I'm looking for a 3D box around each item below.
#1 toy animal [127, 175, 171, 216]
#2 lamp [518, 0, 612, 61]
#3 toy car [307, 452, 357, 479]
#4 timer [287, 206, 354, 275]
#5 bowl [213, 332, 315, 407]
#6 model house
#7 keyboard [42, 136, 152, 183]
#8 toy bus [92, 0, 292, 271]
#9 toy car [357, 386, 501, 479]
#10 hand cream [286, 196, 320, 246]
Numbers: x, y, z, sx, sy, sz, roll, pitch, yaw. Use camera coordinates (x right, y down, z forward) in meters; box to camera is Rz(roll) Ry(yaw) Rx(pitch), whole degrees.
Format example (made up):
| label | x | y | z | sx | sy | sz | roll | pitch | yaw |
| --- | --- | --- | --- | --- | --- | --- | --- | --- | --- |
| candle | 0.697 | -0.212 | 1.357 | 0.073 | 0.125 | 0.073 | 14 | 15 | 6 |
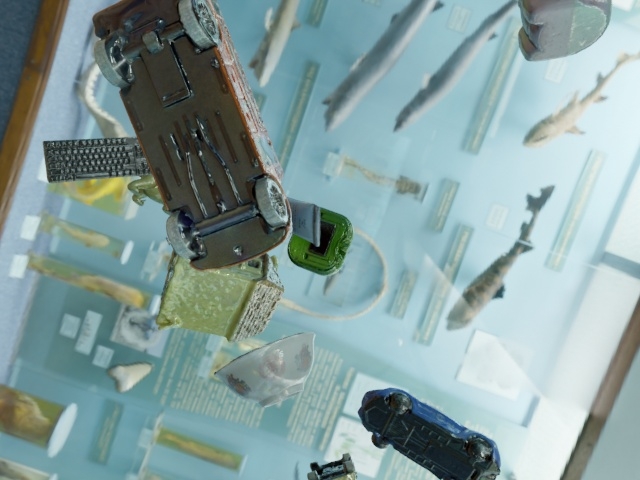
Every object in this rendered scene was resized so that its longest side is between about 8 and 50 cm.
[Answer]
| label | x | y | z | sx | sy | sz | roll | pitch | yaw |
| --- | --- | --- | --- | --- | --- | --- | --- | --- | --- |
| toy animal | -0.422 | -0.120 | 1.788 | 0.103 | 0.218 | 0.101 | -22 | -141 | 62 |
| lamp | 0.446 | -0.502 | 1.165 | 0.247 | 0.247 | 0.301 | 48 | 36 | -62 |
| toy car | 0.037 | 0.536 | 1.390 | 0.257 | 0.101 | 0.124 | 85 | -12 | -78 |
| timer | 0.000 | 0.000 | 1.389 | 0.047 | 0.128 | 0.140 | 38 | 73 | -74 |
| bowl | -0.146 | 0.427 | 2.036 | 0.345 | 0.345 | 0.157 | 110 | -42 | -70 |
| model house | -0.217 | 0.058 | 1.497 | 0.321 | 0.266 | 0.261 | -98 | -149 | -60 |
| keyboard | -0.311 | -0.125 | 0.973 | 0.204 | 0.013 | 0.061 | -11 | 99 | -43 |
| toy bus | -0.139 | -0.135 | 0.789 | 0.153 | 0.143 | 0.329 | -42 | 111 | -74 |
| toy car | 0.156 | 0.281 | 0.934 | 0.063 | 0.216 | 0.103 | -42 | 157 | -50 |
| hand cream | -0.107 | -0.062 | 1.244 | 0.055 | 0.256 | 0.088 | -33 | 136 | -47 |
